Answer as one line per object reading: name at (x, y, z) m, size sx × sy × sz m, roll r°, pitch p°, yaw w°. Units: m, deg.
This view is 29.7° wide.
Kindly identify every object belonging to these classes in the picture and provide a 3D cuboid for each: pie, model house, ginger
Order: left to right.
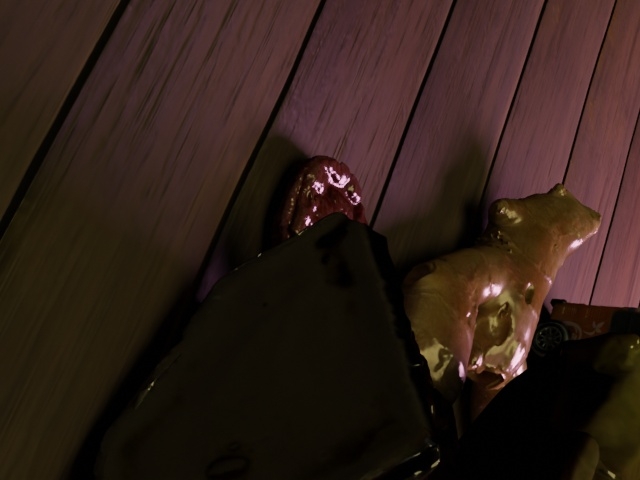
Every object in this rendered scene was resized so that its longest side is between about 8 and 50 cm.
model house at (-0.026, 0.203, 0.961) m, size 0.282 × 0.297 × 0.317 m, roll 72°, pitch 1°, yaw -46°
pie at (0.000, 0.000, 1.105) m, size 0.153 × 0.038 × 0.153 m, roll 2°, pitch 88°, yaw -59°
ginger at (0.184, 0.063, 1.345) m, size 0.363 × 0.122 × 0.348 m, roll 33°, pitch 64°, yaw -47°
ginger at (0.214, 0.280, 1.079) m, size 0.413 × 0.211 × 0.358 m, roll -51°, pitch 180°, yaw 10°

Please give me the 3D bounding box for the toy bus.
toy bus at (0.348, 0.227, 1.548) m, size 0.138 × 0.167 × 0.275 m, roll 50°, pitch 52°, yaw -47°
